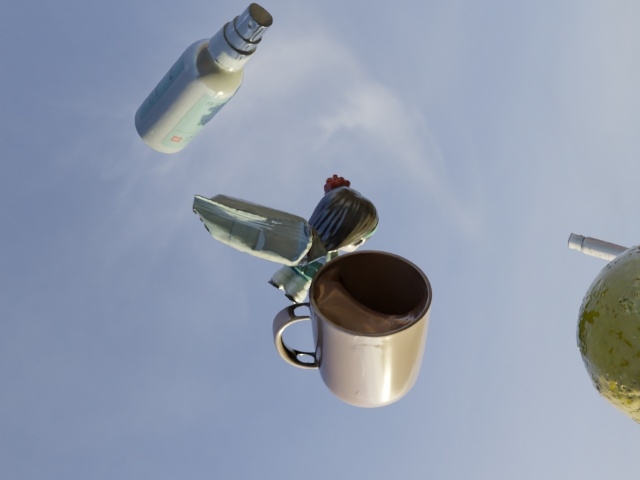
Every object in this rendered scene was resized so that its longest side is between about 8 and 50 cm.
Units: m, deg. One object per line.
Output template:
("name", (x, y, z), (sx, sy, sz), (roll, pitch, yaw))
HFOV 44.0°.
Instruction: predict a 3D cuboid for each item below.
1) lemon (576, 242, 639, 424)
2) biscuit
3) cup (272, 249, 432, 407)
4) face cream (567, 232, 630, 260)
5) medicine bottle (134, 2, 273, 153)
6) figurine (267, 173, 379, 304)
("lemon", (0.307, 0.081, 0.674), (0.206, 0.173, 0.173), (-38, -70, -62))
("biscuit", (-0.086, -0.011, 1.208), (0.309, 0.186, 0.079), (27, -97, -85))
("cup", (0.049, 0.156, 1.293), (0.191, 0.252, 0.200), (-106, 11, -48))
("face cream", (0.351, 0.015, 0.935), (0.020, 0.115, 0.038), (-65, -28, -14))
("medicine bottle", (-0.194, -0.277, 1.347), (0.110, 0.352, 0.110), (21, -127, -30))
("figurine", (0.000, 0.000, 1.475), (0.245, 0.138, 0.110), (-50, -13, -5))
